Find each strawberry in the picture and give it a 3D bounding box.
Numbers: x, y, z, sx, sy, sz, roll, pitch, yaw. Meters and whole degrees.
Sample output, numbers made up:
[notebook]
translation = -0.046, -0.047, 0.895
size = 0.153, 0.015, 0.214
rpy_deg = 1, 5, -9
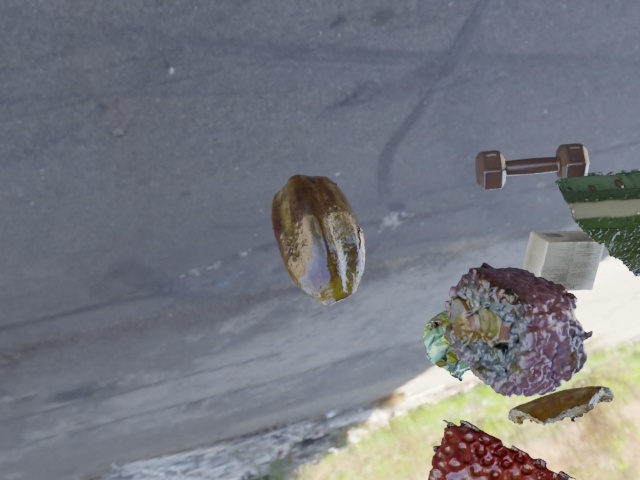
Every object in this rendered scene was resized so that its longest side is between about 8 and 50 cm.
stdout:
[strawberry]
translation = 0.324, 0.499, 1.451
size = 0.150, 0.280, 0.253
rpy_deg = -42, 138, -34

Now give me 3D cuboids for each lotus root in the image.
[lotus root]
translation = 0.005, 0.001, 1.724
size = 0.193, 0.291, 0.193
rpy_deg = -17, 166, -5

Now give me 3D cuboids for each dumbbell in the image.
[dumbbell]
translation = 0.446, -0.157, 1.631
size = 0.230, 0.092, 0.082
rpy_deg = -5, 160, 4

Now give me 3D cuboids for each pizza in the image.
[pizza]
translation = 0.623, 0.431, 2.000
size = 0.271, 0.056, 0.134
rpy_deg = -19, -169, 5

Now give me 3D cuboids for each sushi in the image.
[sushi]
translation = 0.363, 0.169, 1.461
size = 0.170, 0.270, 0.237
rpy_deg = -6, 112, -26

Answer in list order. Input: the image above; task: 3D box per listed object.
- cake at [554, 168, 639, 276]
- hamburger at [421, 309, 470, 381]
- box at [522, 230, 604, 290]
[cake]
translation = 0.567, -0.025, 1.513
size = 0.283, 0.158, 0.172
rpy_deg = -3, 138, -20
[hamburger]
translation = 0.372, 0.270, 2.055
size = 0.214, 0.125, 0.235
rpy_deg = -24, 130, -14
[box]
translation = 0.720, 0.063, 2.298
size = 0.211, 0.095, 0.168
rpy_deg = 0, 110, -22
